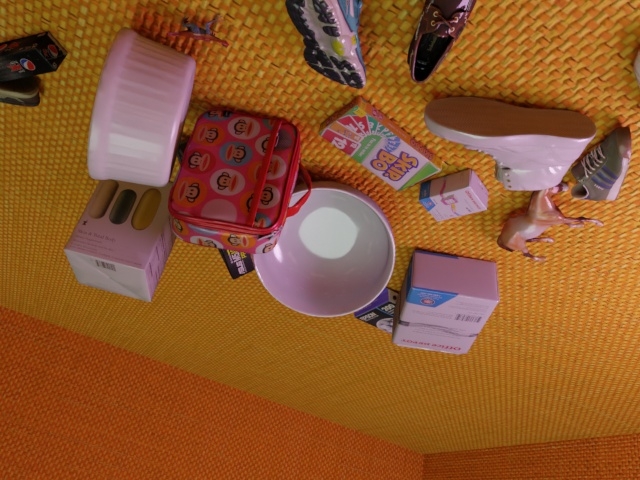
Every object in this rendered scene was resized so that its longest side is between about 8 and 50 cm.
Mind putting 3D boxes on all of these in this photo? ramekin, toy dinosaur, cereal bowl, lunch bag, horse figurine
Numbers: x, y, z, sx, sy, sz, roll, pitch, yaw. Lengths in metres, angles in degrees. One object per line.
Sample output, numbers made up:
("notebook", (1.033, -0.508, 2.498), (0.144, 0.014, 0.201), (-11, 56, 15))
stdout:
("ramekin", (-0.321, -0.232, 1.007), (0.135, 0.277, 0.277), (13, 150, -15))
("toy dinosaur", (-0.204, -0.354, 0.955), (0.082, 0.090, 0.047), (42, 169, 13))
("cereal bowl", (0.013, 0.008, 1.320), (0.339, 0.141, 0.339), (3, 116, 6))
("lunch bag", (-0.147, -0.117, 1.094), (0.258, 0.293, 0.120), (11, 149, -1))
("horse figurine", (0.479, -0.029, 1.210), (0.174, 0.066, 0.263), (18, 147, -18))

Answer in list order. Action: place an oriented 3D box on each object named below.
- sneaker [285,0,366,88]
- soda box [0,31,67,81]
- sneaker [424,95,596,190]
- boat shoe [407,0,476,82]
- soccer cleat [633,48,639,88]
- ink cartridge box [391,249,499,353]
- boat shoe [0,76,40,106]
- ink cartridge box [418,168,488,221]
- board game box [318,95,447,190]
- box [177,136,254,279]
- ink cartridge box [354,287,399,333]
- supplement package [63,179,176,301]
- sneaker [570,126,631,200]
("sneaker", (0.034, -0.331, 0.857), (0.107, 0.110, 0.275), (24, 170, 16))
("soda box", (-0.597, -0.367, 1.099), (0.169, 0.053, 0.060), (-1, 147, 24))
("sneaker", (0.325, -0.164, 1.010), (0.292, 0.108, 0.169), (10, 146, 4))
("boat shoe", (0.186, -0.330, 0.829), (0.073, 0.073, 0.207), (15, 148, 0))
("soccer cleat", (0.540, -0.224, 0.854), (0.068, 0.076, 0.196), (-11, 141, 35))
("ink cartridge box", (0.332, 0.178, 1.508), (0.223, 0.129, 0.307), (8, 143, 2))
("boat shoe", (-0.719, -0.335, 1.176), (0.223, 0.080, 0.073), (12, 144, -6))
("ink cartridge box", (0.289, -0.096, 1.187), (0.122, 0.052, 0.088), (-16, 138, 38))
("board game box", (0.133, -0.186, 1.126), (0.259, 0.039, 0.124), (28, 147, -28))
("box", (-0.243, -0.073, 1.255), (0.060, 0.270, 0.216), (-25, 151, -12))
("ink cartridge box", (0.203, 0.221, 1.749), (0.208, 0.045, 0.206), (27, 147, -18))
("supplement package", (-0.499, -0.016, 1.427), (0.199, 0.262, 0.198), (16, 149, -3))
("sneaker", (0.516, -0.133, 1.022), (0.086, 0.064, 0.192), (-2, 149, 17))
